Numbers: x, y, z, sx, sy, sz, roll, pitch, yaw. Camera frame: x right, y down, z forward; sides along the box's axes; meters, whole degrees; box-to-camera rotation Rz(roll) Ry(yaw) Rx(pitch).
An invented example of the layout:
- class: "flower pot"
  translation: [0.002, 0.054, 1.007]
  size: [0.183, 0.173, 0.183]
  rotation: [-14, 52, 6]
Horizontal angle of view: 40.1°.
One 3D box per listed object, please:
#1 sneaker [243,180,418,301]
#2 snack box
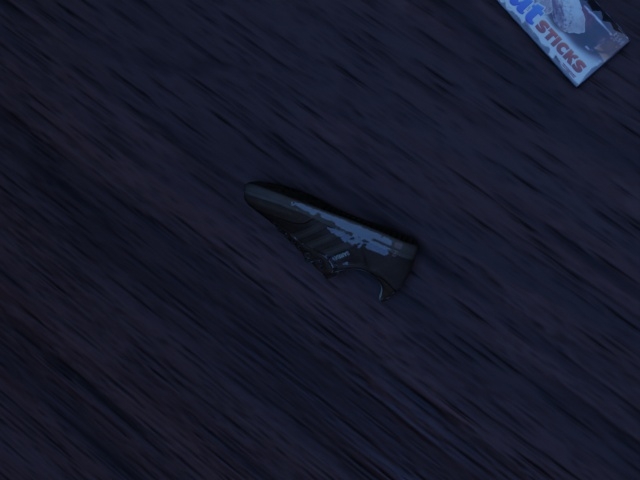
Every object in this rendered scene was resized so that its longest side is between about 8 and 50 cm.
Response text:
- class: "sneaker"
  translation: [0.000, 0.000, 0.878]
  size: [0.188, 0.066, 0.071]
  rotation: [23, 101, 13]
- class: "snack box"
  translation: [0.206, -0.230, 0.824]
  size: [0.064, 0.022, 0.178]
  rotation: [-42, 84, 16]
